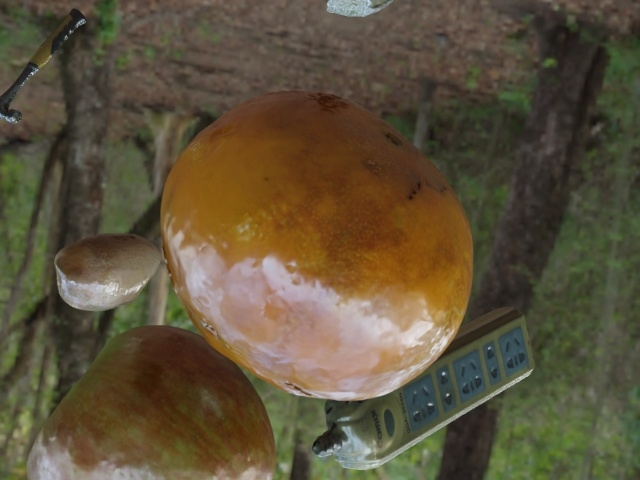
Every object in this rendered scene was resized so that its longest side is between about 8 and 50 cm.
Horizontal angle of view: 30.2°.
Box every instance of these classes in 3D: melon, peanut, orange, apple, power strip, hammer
[{"bbox_3d":[0.069,-0.295,1.225,0.054,0.098,0.182,16,-152,22],"label":"melon"},{"bbox_3d":[-0.210,0.030,1.192,0.076,0.076,0.152,9,-174,24],"label":"peanut"},{"bbox_3d":[0.000,0.000,1.025,0.284,0.226,0.284,34,-158,-16],"label":"orange"},{"bbox_3d":[-0.186,0.243,1.369,0.250,0.277,0.309,36,178,-5],"label":"apple"},{"bbox_3d":[0.129,0.173,1.390,0.066,0.092,0.387,-4,-168,46],"label":"power strip"},{"bbox_3d":[-0.389,-0.242,1.616,0.078,0.201,0.021,20,152,25],"label":"hammer"}]
